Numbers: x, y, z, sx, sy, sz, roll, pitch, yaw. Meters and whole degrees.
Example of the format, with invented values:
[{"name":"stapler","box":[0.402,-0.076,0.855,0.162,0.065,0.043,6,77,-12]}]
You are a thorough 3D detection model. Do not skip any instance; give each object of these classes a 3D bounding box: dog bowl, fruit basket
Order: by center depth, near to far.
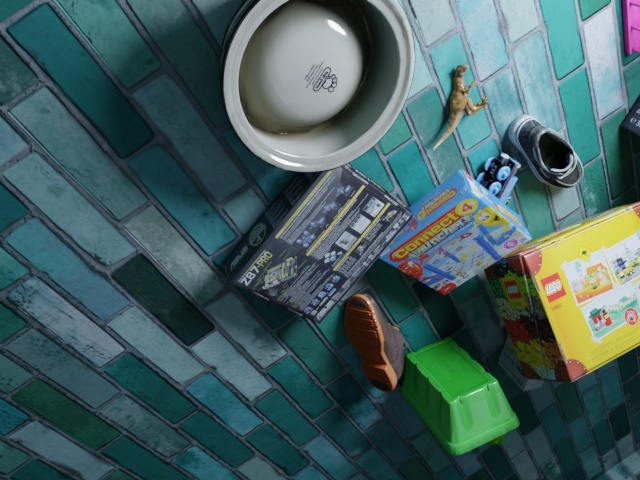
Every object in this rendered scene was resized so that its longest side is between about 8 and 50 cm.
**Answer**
[{"name":"dog bowl","box":[-0.021,-0.350,1.242,0.408,0.150,0.407,-13,127,-18]},{"name":"fruit basket","box":[0.457,0.542,1.960,0.283,0.392,0.392,-20,129,-12]}]

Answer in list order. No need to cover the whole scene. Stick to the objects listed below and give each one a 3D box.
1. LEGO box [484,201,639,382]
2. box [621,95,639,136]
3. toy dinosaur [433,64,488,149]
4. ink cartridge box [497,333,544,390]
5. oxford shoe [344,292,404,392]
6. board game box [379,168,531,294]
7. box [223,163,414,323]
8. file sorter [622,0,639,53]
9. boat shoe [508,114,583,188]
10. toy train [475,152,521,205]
[{"name":"LEGO box","box":[0.781,0.143,1.789,0.500,0.193,0.372,-19,88,-22]},{"name":"box","box":[1.160,-0.381,1.575,0.297,0.480,0.471,11,117,-31]},{"name":"toy dinosaur","box":[0.343,-0.328,1.504,0.112,0.064,0.211,4,113,-7]},{"name":"ink cartridge box","box":[0.723,0.392,2.122,0.093,0.154,0.212,-7,126,-22]},{"name":"oxford shoe","box":[0.170,0.284,1.827,0.133,0.130,0.363,-45,132,-36]},{"name":"board game box","box":[0.355,-0.009,1.648,0.302,0.086,0.308,28,125,-37]},{"name":"box","box":[0.000,0.000,1.535,0.318,0.097,0.395,29,107,-39]},{"name":"file sorter","box":[0.881,-0.604,1.478,0.202,0.182,0.290,-32,130,-3]},{"name":"boat shoe","box":[0.638,-0.219,1.673,0.335,0.119,0.121,26,109,-37]},{"name":"toy train","box":[0.483,-0.153,1.675,0.105,0.080,0.184,1,124,-34]}]
